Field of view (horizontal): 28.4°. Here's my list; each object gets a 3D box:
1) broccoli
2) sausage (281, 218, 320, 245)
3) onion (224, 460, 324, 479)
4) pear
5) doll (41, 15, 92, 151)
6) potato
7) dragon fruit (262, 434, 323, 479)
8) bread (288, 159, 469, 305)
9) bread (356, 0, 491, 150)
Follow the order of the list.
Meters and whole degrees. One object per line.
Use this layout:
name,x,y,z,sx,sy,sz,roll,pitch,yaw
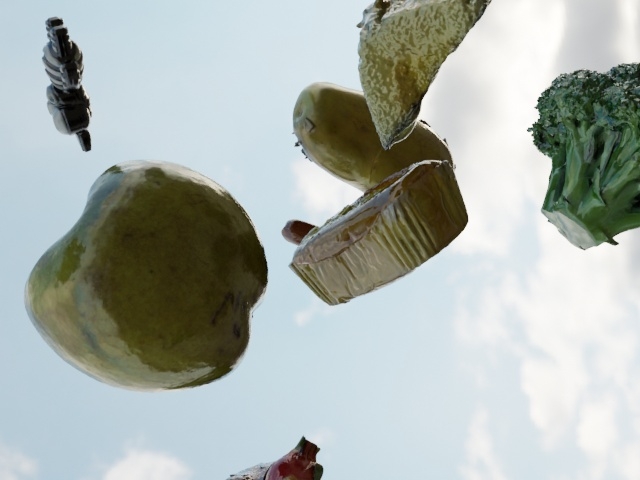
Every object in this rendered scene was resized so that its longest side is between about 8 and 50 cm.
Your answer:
broccoli,0.377,-0.103,1.537,0.269,0.261,0.241,41,-97,-7
sausage,0.000,0.000,2.011,0.131,0.039,0.041,20,-113,-12
onion,-0.088,0.470,1.995,0.276,0.276,0.276,19,-112,-60
pear,-0.213,0.059,1.631,0.304,0.304,0.303,19,-112,-60
doll,-0.379,-0.228,1.885,0.091,0.067,0.219,53,156,44
potato,0.084,-0.150,1.997,0.300,0.140,0.173,21,-148,-29
dragon fruit,-0.034,0.330,1.756,0.081,0.086,0.116,28,-94,-14
bread,0.078,-0.007,1.762,0.152,0.288,0.119,-37,-85,-35
bread,0.109,-0.253,1.614,0.133,0.251,0.174,28,-144,-5
